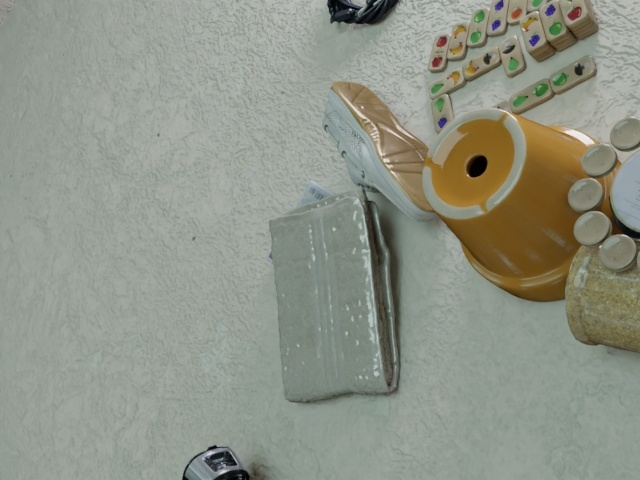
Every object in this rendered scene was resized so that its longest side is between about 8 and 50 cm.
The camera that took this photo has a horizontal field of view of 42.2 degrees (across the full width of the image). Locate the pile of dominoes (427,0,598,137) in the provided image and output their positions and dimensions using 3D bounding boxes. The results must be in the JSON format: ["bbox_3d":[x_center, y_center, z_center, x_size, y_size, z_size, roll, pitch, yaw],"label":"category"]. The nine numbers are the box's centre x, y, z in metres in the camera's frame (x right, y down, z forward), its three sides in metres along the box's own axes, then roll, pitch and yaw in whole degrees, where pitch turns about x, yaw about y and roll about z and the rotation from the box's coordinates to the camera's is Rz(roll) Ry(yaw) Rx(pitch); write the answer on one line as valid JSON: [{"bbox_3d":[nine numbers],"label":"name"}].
[{"bbox_3d":[0.240,-0.255,1.109,0.251,0.040,0.196,-26,56,33],"label":"pile of dominoes"}]

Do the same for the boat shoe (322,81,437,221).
[{"bbox_3d":[0.085,-0.110,1.164,0.277,0.098,0.096,59,137,38],"label":"boat shoe"}]

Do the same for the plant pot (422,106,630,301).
[{"bbox_3d":[0.218,-0.053,0.933,0.205,0.188,0.205,-19,60,37],"label":"plant pot"}]

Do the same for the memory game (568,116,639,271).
[{"bbox_3d":[0.326,-0.049,0.793,0.186,0.012,0.186,-21,56,33],"label":"memory game"}]

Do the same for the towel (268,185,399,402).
[{"bbox_3d":[0.014,0.078,1.148,0.187,0.049,0.282,-16,72,40],"label":"towel"}]

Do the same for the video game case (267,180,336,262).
[{"bbox_3d":[0.000,0.000,1.239,0.157,0.019,0.143,34,97,45],"label":"video game case"}]

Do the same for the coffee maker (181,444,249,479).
[{"bbox_3d":[-0.118,0.391,1.106,0.178,0.120,0.171,28,93,47],"label":"coffee maker"}]

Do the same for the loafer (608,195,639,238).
[{"bbox_3d":[0.426,-0.113,0.842,0.302,0.109,0.095,-36,32,19],"label":"loafer"}]

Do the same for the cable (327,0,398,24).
[{"bbox_3d":[0.077,-0.436,1.337,0.150,0.047,0.184,-2,70,43],"label":"cable"}]

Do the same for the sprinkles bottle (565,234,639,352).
[{"bbox_3d":[0.406,0.072,0.749,0.355,0.121,0.121,9,79,45],"label":"sprinkles bottle"}]
